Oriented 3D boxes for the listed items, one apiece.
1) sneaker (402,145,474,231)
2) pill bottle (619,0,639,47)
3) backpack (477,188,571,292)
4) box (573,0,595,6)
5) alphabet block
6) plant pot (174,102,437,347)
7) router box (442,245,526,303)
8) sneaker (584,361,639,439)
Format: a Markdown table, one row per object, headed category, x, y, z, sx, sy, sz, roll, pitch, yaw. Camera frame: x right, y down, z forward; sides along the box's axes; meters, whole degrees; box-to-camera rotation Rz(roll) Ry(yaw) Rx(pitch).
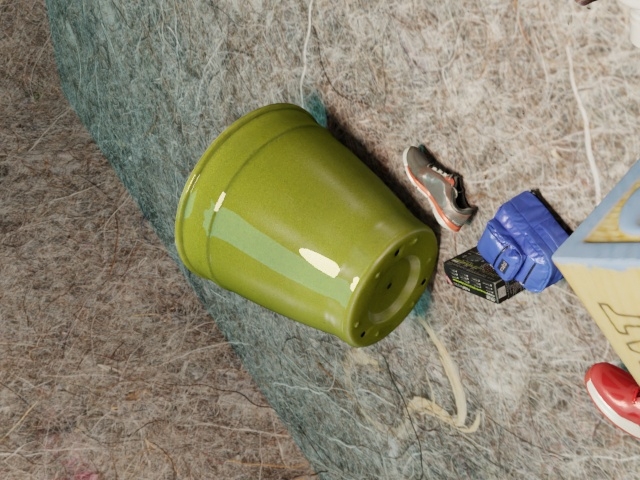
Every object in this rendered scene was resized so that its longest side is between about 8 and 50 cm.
| category | x | y | z | sx | sy | sz | roll | pitch | yaw |
| --- | --- | --- | --- | --- | --- | --- | --- | --- | --- |
| sneaker | 0.191 | -0.092 | 1.336 | 0.065 | 0.061 | 0.158 | -43 | 73 | 37 |
| pill bottle | 0.327 | -0.285 | 0.766 | 0.117 | 0.117 | 0.214 | 35 | 143 | 49 |
| backpack | 0.284 | 0.013 | 1.173 | 0.120 | 0.101 | 0.098 | 50 | 159 | 23 |
| box | 0.283 | -0.300 | 0.517 | 0.191 | 0.382 | 0.143 | 64 | 156 | 2 |
| alphabet block | 0.384 | 0.031 | 0.813 | 0.197 | 0.192 | 0.193 | 53 | 161 | -17 |
| plant pot | 0.000 | 0.000 | 1.493 | 0.353 | 0.366 | 0.366 | 35 | 144 | 30 |
| router box | 0.256 | 0.045 | 1.268 | 0.122 | 0.092 | 0.038 | 24 | 135 | 57 |
| sneaker | 0.447 | 0.205 | 1.068 | 0.221 | 0.087 | 0.128 | 39 | 139 | 23 |
